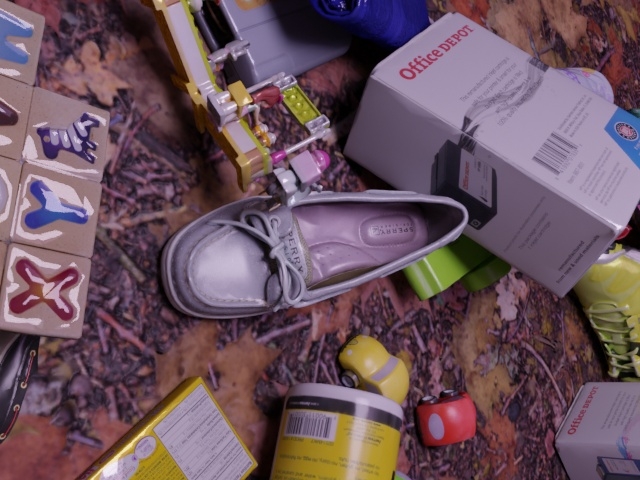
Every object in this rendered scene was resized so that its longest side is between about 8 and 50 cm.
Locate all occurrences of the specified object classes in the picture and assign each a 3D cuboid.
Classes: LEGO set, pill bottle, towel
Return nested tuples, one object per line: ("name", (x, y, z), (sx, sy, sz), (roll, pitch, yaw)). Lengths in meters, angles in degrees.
("LEGO set", (-0.073, -0.166, 0.624), (0.107, 0.132, 0.287), (-30, 91, -17))
("pill bottle", (0.006, 0.248, 0.628), (0.119, 0.119, 0.208), (28, 63, -35))
("towel", (0.042, -0.329, 0.772), (0.308, 0.076, 0.228), (-16, 94, -66))

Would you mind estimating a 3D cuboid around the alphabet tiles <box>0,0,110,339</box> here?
("alphabet tiles", (-0.288, -0.050, 0.377), (0.342, 0.011, 0.285), (16, 69, -39))

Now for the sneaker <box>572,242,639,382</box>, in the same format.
("sneaker", (0.523, 0.147, 1.119), (0.384, 0.145, 0.147), (43, 59, -23))

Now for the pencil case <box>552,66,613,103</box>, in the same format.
("pencil case", (0.358, -0.222, 1.072), (0.273, 0.113, 0.124), (-13, 83, -44))

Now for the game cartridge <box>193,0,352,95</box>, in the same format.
("game cartridge", (-0.079, -0.320, 0.733), (0.198, 0.062, 0.297), (-36, 105, -38))

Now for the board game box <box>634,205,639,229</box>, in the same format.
("board game box", (0.653, 0.059, 1.191), (0.242, 0.064, 0.316), (33, 35, -54))

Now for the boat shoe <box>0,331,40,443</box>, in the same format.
("boat shoe", (-0.233, 0.085, 0.499), (0.042, 0.049, 0.133), (60, 34, -53))

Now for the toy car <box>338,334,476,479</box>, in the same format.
("toy car", (0.099, 0.244, 0.760), (0.239, 0.053, 0.225), (34, 59, -32))

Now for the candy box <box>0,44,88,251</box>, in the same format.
("candy box", (-0.319, -0.020, 0.411), (0.316, 0.087, 0.183), (-43, 109, -40))

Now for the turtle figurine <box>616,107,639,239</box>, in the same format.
("turtle figurine", (0.422, -0.077, 1.006), (0.175, 0.118, 0.234), (1, 97, -4))

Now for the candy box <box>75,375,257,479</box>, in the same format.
("candy box", (-0.147, 0.217, 0.556), (0.206, 0.027, 0.105), (-41, 110, -40))

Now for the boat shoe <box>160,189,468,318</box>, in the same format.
("boat shoe", (0.002, 0.002, 0.675), (0.320, 0.103, 0.118), (-8, 86, -31))

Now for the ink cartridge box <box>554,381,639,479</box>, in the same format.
("ink cartridge box", (0.478, 0.285, 0.995), (0.154, 0.212, 0.093), (-38, 110, -42))

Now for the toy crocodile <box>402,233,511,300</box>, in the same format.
("toy crocodile", (0.215, -0.021, 0.907), (0.340, 0.105, 0.115), (-35, 93, -39))

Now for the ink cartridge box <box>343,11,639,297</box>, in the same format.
("ink cartridge box", (0.218, -0.114, 0.804), (0.307, 0.129, 0.223), (36, 49, 13))
